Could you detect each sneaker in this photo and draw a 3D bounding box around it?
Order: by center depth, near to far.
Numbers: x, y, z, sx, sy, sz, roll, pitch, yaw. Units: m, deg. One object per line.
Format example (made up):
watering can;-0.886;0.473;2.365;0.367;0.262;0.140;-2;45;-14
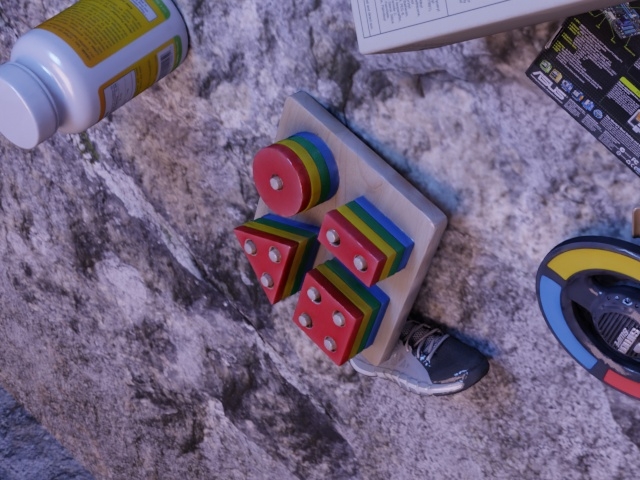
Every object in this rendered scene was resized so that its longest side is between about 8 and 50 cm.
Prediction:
sneaker;0.103;0.118;1.467;0.228;0.086;0.132;3;124;47

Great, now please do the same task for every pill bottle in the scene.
pill bottle;-0.293;-0.217;1.420;0.136;0.245;0.136;28;141;26

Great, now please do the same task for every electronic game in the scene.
electronic game;0.328;0.088;1.212;0.229;0.048;0.229;32;147;23

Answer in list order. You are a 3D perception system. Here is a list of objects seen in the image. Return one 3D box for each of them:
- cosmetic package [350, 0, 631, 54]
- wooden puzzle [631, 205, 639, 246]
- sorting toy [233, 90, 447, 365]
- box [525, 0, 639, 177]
cosmetic package;0.162;-0.261;0.965;0.309;0.113;0.160;-3;97;48
wooden puzzle;0.338;-0.004;1.118;0.078;0.014;0.116;19;160;29
sorting toy;0.000;0.000;1.391;0.255;0.089;0.257;44;139;25
box;0.300;-0.150;1.028;0.190;0.045;0.184;43;143;8
